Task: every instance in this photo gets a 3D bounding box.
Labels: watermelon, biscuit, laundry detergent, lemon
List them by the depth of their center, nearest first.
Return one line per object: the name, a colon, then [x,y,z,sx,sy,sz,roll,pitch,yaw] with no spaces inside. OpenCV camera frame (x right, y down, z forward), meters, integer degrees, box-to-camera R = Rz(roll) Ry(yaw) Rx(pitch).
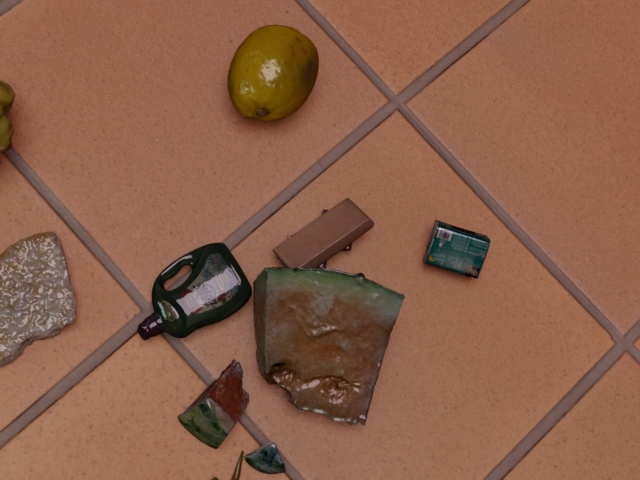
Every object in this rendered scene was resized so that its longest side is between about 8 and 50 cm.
watermelon: [-0.091,0.385,1.803,0.085,0.085,0.061,18,38,-3]
watermelon: [-0.005,0.160,1.816,0.264,0.151,0.302,11,110,-4]
watermelon: [-0.189,0.311,1.817,0.098,0.121,0.158,45,28,-10]
biscuit: [-0.535,0.108,1.823,0.188,0.040,0.265,24,74,-1]
laundry detergent: [-0.249,0.104,1.848,0.221,0.078,0.144,-29,79,-12]
lemon: [-0.093,-0.330,1.945,0.170,0.170,0.207,23,65,-1]

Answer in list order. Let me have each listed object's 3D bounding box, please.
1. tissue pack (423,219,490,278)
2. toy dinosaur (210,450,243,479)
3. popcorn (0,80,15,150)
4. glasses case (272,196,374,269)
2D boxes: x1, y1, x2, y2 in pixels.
tissue pack: [0.265,0.015,1.949,0.111,0.079,0.085,16,105,-3]
toy dinosaur: [-0.160,0.478,1.780,0.162,0.039,0.126,-38,89,-26]
popcorn: [-0.708,-0.232,1.776,0.312,0.312,0.312,2,74,-8]
glasses case: [0.000,0.000,1.924,0.193,0.070,0.102,-35,54,-14]
